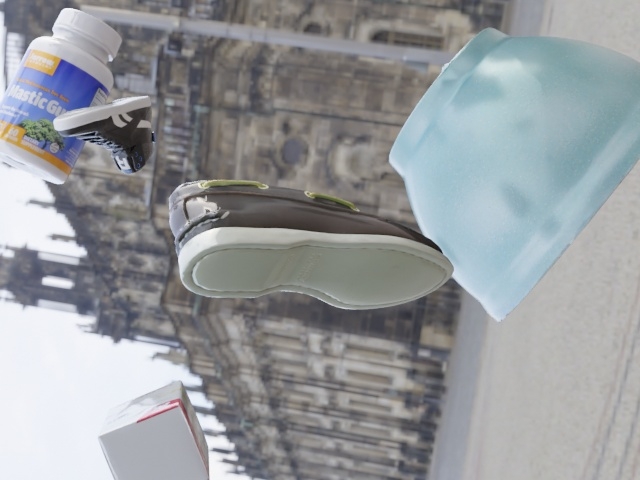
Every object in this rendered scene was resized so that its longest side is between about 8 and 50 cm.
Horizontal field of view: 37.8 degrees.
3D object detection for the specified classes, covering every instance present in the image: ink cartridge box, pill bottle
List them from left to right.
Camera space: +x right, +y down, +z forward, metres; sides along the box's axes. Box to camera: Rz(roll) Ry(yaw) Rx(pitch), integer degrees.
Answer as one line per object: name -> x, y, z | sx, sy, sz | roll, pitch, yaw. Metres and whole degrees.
pill bottle -> -0.444, -0.246, 1.575 | 0.152, 0.152, 0.272 | 65, -133, -76
ink cartridge box -> -0.246, 0.305, 1.405 | 0.176, 0.128, 0.127 | -151, 39, -82

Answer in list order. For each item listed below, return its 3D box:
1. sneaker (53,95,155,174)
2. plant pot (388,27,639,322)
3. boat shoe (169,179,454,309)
sneaker -> -0.334, -0.160, 1.506 | 0.217, 0.079, 0.121 | -32, -63, -59
plant pot -> 0.195, -0.090, 0.946 | 0.293, 0.196, 0.293 | -50, -10, -12
boat shoe -> 0.000, 0.000, 0.671 | 0.081, 0.228, 0.068 | -50, 47, 36
